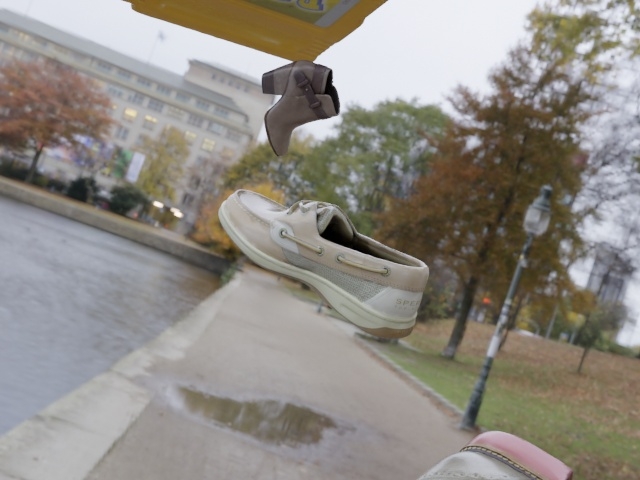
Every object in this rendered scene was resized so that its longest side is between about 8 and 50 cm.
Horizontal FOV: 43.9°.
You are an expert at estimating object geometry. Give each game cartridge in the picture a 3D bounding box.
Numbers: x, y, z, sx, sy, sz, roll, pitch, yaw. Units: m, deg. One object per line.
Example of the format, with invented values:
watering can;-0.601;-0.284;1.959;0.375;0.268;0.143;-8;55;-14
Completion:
game cartridge;-0.045;-0.313;0.890;0.285;0.053;0.323;10;-22;-32

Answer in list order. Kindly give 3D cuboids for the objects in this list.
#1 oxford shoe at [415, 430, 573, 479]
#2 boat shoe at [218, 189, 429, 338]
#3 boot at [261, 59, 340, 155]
oxford shoe;0.196;0.259;0.575;0.130;0.123;0.348;-15;17;-32
boat shoe;0.000;0.000;0.937;0.302;0.098;0.109;33;26;34
boot;-0.020;-0.148;0.904;0.086;0.042;0.119;5;-52;21
